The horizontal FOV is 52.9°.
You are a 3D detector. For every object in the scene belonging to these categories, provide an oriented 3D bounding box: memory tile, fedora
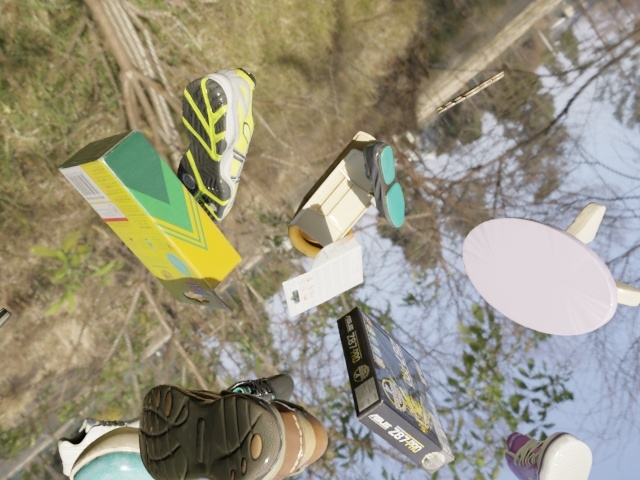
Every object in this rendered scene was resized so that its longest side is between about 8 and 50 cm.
[{"bbox_3d":[0.328,-0.325,1.421,0.113,0.012,0.148,-33,-173,-22],"label":"memory tile"},{"bbox_3d":[0.000,0.000,1.839,0.194,0.194,0.079,-41,158,-34],"label":"fedora"}]

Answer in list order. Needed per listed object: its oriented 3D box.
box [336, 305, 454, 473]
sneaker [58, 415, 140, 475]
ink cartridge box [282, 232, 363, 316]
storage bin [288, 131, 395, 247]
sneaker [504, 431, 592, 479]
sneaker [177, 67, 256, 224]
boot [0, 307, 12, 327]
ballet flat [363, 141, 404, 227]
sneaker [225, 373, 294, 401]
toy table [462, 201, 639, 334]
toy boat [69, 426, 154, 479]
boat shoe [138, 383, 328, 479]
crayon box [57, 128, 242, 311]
[{"bbox_3d":[0.197,0.407,1.790,0.097,0.318,0.395,-37,-152,14],"label":"box"},{"bbox_3d":[-0.527,0.476,1.576,0.232,0.115,0.090,-23,-163,-29],"label":"sneaker"},{"bbox_3d":[0.002,0.074,1.340,0.179,0.045,0.145,-24,146,-11],"label":"ink cartridge box"},{"bbox_3d":[0.065,-0.135,1.622,0.260,0.123,0.262,-49,-174,18],"label":"storage bin"},{"bbox_3d":[0.381,0.387,1.130,0.102,0.282,0.161,-33,-135,-13],"label":"sneaker"},{"bbox_3d":[-0.201,-0.183,1.348,0.147,0.145,0.384,-42,162,-41],"label":"sneaker"},{"bbox_3d":[-0.863,0.187,1.485,0.236,0.178,0.085,-43,-173,-36],"label":"boot"},{"bbox_3d":[0.130,-0.119,1.359,0.074,0.203,0.074,-11,-145,8],"label":"ballet flat"},{"bbox_3d":[-0.164,0.391,1.588,0.267,0.101,0.106,-20,146,-39],"label":"sneaker"},{"bbox_3d":[0.407,0.052,1.129,0.161,0.274,0.252,-4,127,-45],"label":"toy table"},{"bbox_3d":[-0.322,0.454,1.109,0.318,0.268,0.148,-43,-144,29],"label":"toy boat"},{"bbox_3d":[-0.119,0.244,0.795,0.120,0.122,0.324,13,166,-38],"label":"boat shoe"},{"bbox_3d":[-0.263,-0.024,1.053,0.202,0.318,0.081,2,-136,51],"label":"crayon box"}]
